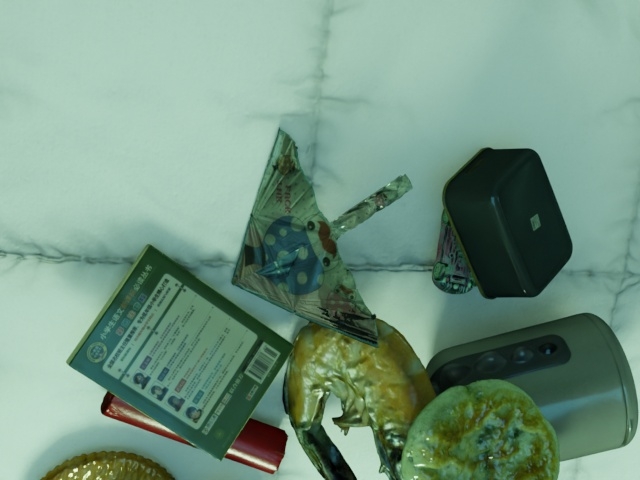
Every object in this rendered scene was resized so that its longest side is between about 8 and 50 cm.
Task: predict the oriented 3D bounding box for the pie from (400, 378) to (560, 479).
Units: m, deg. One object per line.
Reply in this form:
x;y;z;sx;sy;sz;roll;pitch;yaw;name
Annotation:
0.218;0.303;1.385;0.240;0.054;0.241;-1;93;-18;pie

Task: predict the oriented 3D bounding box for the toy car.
0.204;0.009;1.517;0.069;0.055;0.142;12;84;-19;toy car

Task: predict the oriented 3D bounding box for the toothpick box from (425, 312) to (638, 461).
0.287;0.232;1.526;0.316;0.229;0.229;-12;111;-7;toothpick box

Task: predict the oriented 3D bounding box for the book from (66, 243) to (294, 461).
-0.193;0.161;1.458;0.264;0.027;0.202;36;80;-17;book

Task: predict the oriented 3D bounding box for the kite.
0.000;0.000;1.421;0.314;0.011;0.335;-28;84;25;kite

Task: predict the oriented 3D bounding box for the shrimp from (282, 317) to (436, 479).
0.079;0.314;1.479;0.272;0.085;0.445;-25;88;39;shrimp

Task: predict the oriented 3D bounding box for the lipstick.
-0.184;0.269;1.513;0.279;0.073;0.073;23;102;-17;lipstick

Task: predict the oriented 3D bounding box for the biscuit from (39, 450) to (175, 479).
-0.325;0.427;1.554;0.254;0.035;0.254;-4;111;-11;biscuit

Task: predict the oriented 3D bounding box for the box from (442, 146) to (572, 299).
0.273;-0.024;1.469;0.144;0.090;0.201;-40;116;-34;box
